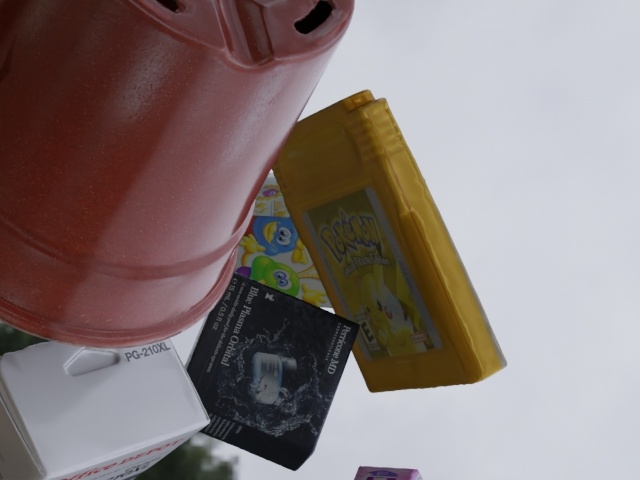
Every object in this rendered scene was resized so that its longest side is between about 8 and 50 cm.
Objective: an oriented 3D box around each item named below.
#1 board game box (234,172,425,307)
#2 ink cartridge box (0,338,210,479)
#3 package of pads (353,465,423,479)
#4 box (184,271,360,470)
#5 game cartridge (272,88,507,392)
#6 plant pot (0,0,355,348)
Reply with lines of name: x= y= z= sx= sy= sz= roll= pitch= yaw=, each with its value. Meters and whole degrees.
board game box: x=0.000 y=0.000 z=2.386 sx=0.144 sy=0.275 sz=0.142 roll=-57 pitch=146 yaw=-57
ink cartridge box: x=-0.226 y=0.164 z=1.325 sx=0.237 sy=0.172 sz=0.100 roll=-39 pitch=-106 yaw=39
package of pads: x=0.081 y=0.309 z=2.156 sx=0.050 sy=0.083 sz=0.032 roll=-63 pitch=143 yaw=-43
box: x=-0.062 y=0.138 z=1.839 sx=0.093 sy=0.158 sz=0.156 roll=123 pitch=-11 yaw=-66
game cartridge: x=0.058 y=0.009 z=1.876 sx=0.323 sy=0.053 sz=0.285 roll=64 pitch=-23 yaw=-3
plant pot: x=-0.123 y=-0.112 z=1.157 sx=0.265 sy=0.272 sz=0.272 roll=-52 pitch=-138 yaw=42
